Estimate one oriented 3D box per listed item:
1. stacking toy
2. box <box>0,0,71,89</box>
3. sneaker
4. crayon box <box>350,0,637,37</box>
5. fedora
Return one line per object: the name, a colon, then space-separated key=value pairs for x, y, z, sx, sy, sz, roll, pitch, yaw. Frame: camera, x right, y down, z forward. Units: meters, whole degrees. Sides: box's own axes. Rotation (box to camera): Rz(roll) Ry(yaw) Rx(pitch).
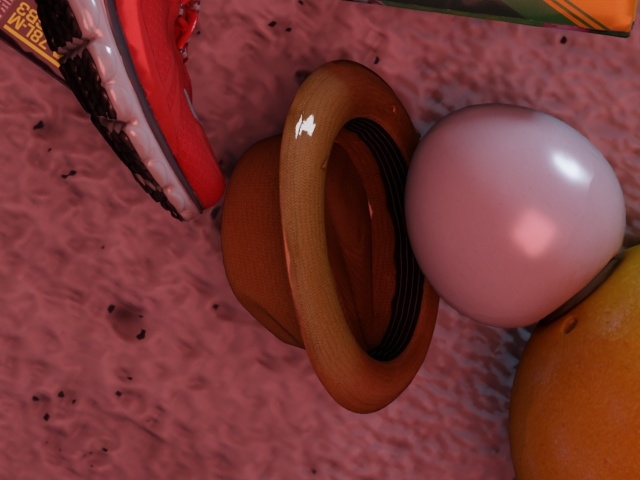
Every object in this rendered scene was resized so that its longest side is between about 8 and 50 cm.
stacking toy: x=0.224 y=0.114 z=0.979 sx=0.350 sy=0.350 sz=0.480 roll=-40 pitch=91 yaw=2
box: x=-0.138 y=-0.196 z=0.944 sx=0.190 sy=0.045 sz=0.184 roll=35 pitch=98 yaw=-16
sneaker: x=-0.084 y=-0.143 z=0.894 sx=0.118 sy=0.107 sz=0.279 roll=-22 pitch=111 yaw=-14
crayon box: x=0.103 y=-0.256 z=0.929 sx=0.165 sy=0.081 sz=0.278 roll=8 pitch=103 yaw=5
fedora: x=0.000 y=0.000 z=0.978 sx=0.079 sy=0.194 sz=0.194 roll=-4 pitch=108 yaw=30
